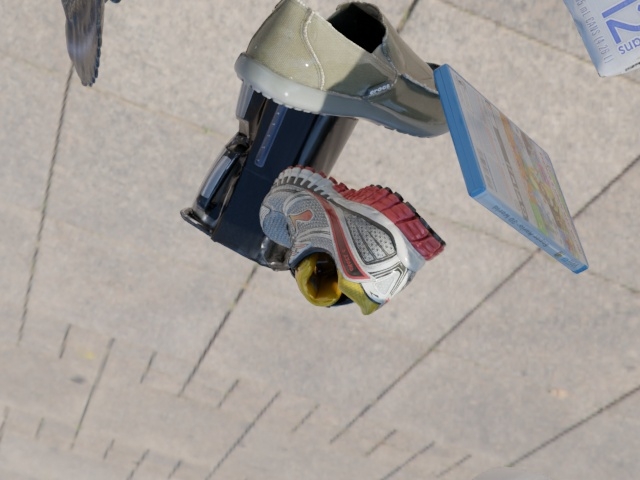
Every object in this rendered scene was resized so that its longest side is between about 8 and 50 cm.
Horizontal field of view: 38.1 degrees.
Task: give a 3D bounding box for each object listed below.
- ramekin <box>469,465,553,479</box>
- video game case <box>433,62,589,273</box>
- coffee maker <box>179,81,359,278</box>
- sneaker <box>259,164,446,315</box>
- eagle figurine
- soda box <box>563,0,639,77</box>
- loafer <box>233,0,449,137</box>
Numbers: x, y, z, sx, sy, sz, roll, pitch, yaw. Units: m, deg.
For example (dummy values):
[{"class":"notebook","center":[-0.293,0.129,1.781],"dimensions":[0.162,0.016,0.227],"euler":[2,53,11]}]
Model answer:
[{"class":"ramekin","center":[0.113,0.240,0.382],"dimensions":[0.127,0.273,0.273],"euler":[3,144,28]},{"class":"video game case","center":[0.148,-0.052,0.712],"dimensions":[0.015,0.119,0.166],"euler":[-31,142,28]},{"class":"coffee maker","center":[-0.032,-0.069,0.957],"dimensions":[0.171,0.120,0.178],"euler":[25,103,-5]},{"class":"sneaker","center":[0.000,0.000,0.749],"dimensions":[0.088,0.093,0.225],"euler":[46,167,-24]},{"class":"eagle figurine","center":[-0.297,-0.371,1.107],"dimensions":[0.225,0.226,0.298],"euler":[35,166,52]},{"class":"soda box","center":[0.108,-0.217,0.389],"dimensions":[0.091,0.098,0.286],"euler":[-26,88,34]},{"class":"loafer","center":[0.045,-0.147,0.770],"dimensions":[0.251,0.094,0.087],"euler":[-1,121,-48]}]
